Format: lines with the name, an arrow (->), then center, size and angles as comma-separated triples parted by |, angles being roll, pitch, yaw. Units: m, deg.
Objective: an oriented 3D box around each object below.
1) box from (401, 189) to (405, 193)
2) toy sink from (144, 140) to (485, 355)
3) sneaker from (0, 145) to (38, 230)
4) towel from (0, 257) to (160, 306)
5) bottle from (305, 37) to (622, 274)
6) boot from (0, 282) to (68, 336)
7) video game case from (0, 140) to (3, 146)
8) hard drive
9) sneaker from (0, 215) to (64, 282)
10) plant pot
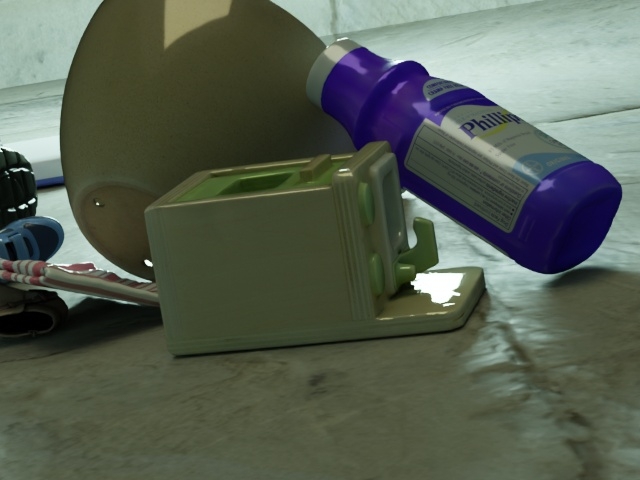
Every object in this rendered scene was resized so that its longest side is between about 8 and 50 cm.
box -> -0.030, -0.092, 2.109 | 0.113, 0.094, 0.275 | -16, 14, -32
toy sink -> 0.000, 0.000, 1.534 | 0.234, 0.131, 0.153 | -5, 12, 15
sneaker -> -0.409, -0.039, 2.139 | 0.106, 0.101, 0.267 | -6, 11, 26
towel -> -0.217, 0.030, 1.682 | 0.144, 0.029, 0.197 | 11, -2, -35
bottle -> 0.112, -0.078, 1.625 | 0.283, 0.092, 0.118 | 35, 30, 28
boot -> -0.277, 0.064, 1.673 | 0.118, 0.042, 0.087 | -10, 13, -3
video game case -> -0.510, -0.057, 2.282 | 0.232, 0.042, 0.210 | -22, 3, 17
hard drive -> -0.469, -0.089, 2.579 | 0.319, 0.040, 0.210 | -9, 12, 2
sneaker -> -0.316, 0.018, 1.905 | 0.144, 0.053, 0.059 | -22, 14, -19
plant pot -> -0.125, -0.072, 1.762 | 0.284, 0.284, 0.191 | -2, 44, 34
